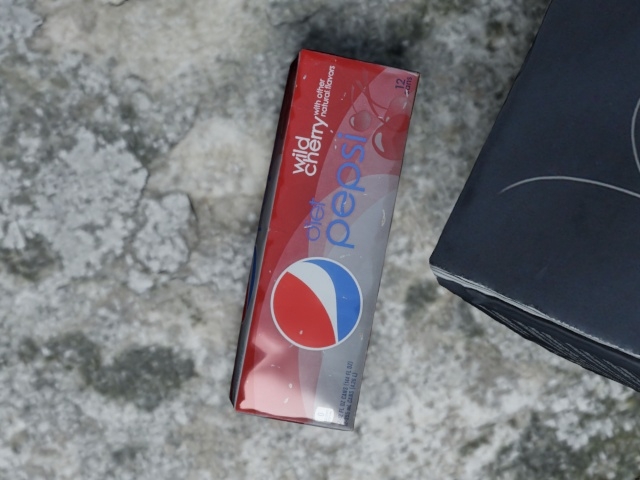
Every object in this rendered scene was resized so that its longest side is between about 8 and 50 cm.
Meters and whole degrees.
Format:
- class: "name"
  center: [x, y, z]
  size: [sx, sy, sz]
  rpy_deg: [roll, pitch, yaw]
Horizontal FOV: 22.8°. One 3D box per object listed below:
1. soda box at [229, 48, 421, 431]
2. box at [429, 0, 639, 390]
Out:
- class: "soda box"
  center: [0.000, 0.000, 1.151]
  size: [0.092, 0.083, 0.263]
  rpy_deg: [11, 88, -6]
- class: "box"
  center: [0.407, -0.075, 0.974]
  size: [0.471, 0.297, 0.480]
  rpy_deg: [24, 87, 38]
